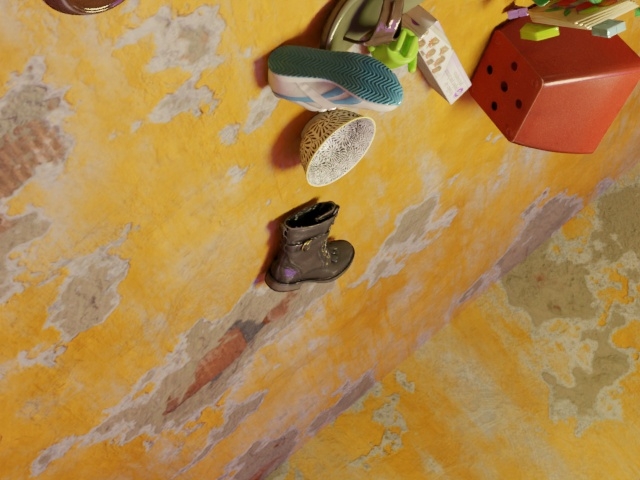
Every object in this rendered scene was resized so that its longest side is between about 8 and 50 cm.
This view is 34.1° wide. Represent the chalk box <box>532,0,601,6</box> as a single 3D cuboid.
[{"bbox_3d":[0.488,-0.572,1.957,0.289,0.180,0.179,-50,156,18],"label":"chalk box"}]

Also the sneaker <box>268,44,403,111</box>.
[{"bbox_3d":[0.026,-0.258,1.734,0.092,0.229,0.087,96,10,-63],"label":"sneaker"}]

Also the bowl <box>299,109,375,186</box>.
[{"bbox_3d":[0.015,-0.190,1.971,0.170,0.080,0.170,-35,155,-19],"label":"bowl"}]

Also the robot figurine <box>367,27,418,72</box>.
[{"bbox_3d":[0.133,-0.345,1.875,0.115,0.101,0.067,0,-111,70],"label":"robot figurine"}]

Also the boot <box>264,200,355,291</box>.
[{"bbox_3d":[0.000,0.000,2.263,0.263,0.091,0.229,-23,150,-36],"label":"boot"}]

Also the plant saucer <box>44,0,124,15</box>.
[{"bbox_3d":[-0.273,-0.345,1.300,0.168,0.029,0.168,-34,155,-19],"label":"plant saucer"}]

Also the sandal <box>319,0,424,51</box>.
[{"bbox_3d":[0.118,-0.393,1.777,0.303,0.086,0.120,-36,156,-16],"label":"sandal"}]

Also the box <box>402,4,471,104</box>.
[{"bbox_3d":[0.223,-0.360,2.037,0.063,0.067,0.324,-45,156,4],"label":"box"}]

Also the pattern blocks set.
[{"bbox_3d":[0.516,-0.461,2.070,0.285,0.325,0.026,-32,120,-28],"label":"pattern blocks set"}]

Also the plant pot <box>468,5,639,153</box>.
[{"bbox_3d":[0.487,-0.348,2.267,0.236,0.267,0.267,-14,145,-30],"label":"plant pot"}]
